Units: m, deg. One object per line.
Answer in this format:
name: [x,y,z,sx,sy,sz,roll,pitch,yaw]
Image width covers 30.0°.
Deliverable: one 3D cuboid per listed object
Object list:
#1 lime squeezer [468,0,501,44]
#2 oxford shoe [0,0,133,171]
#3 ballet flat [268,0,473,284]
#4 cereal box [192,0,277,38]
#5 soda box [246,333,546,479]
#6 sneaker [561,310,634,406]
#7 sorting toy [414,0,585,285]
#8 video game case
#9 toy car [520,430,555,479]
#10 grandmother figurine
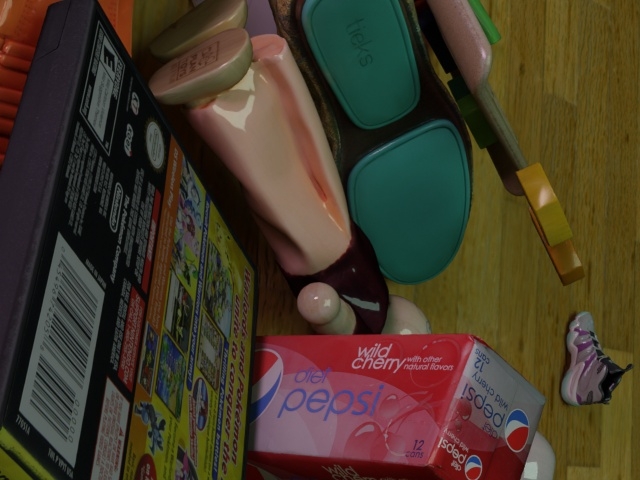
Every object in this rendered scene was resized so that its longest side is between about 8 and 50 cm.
lime squeezer: [0.097,-0.310,1.057,0.110,0.059,0.310,-36,110,-41]
oxford shoe: [-0.191,-0.115,0.708,0.130,0.133,0.363,21,89,-54]
ballet flat: [0.040,-0.107,0.916,0.123,0.123,0.348,-63,149,-29]
cereal box: [-0.053,-0.271,0.904,0.173,0.047,0.240,-39,113,-40]
soda box: [0.006,0.118,0.769,0.083,0.263,0.092,44,57,-32]
sneaker: [0.281,0.118,1.192,0.038,0.069,0.098,21,71,-43]
sorting toy: [0.116,-0.118,0.926,0.229,0.041,0.307,51,16,-63]
video game case: [-0.098,0.049,0.638,0.248,0.035,0.274,62,22,-45]
toy car: [0.100,0.218,0.962,0.136,0.159,0.182,70,32,-67]
grandmother figurine: [0.000,0.000,0.850,0.342,0.104,0.208,57,21,-32]
